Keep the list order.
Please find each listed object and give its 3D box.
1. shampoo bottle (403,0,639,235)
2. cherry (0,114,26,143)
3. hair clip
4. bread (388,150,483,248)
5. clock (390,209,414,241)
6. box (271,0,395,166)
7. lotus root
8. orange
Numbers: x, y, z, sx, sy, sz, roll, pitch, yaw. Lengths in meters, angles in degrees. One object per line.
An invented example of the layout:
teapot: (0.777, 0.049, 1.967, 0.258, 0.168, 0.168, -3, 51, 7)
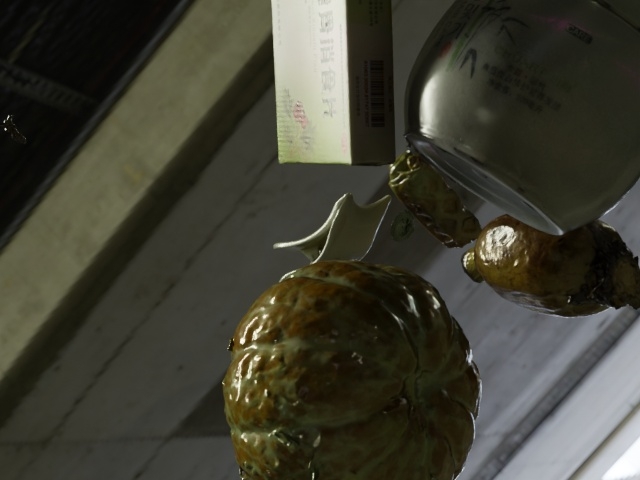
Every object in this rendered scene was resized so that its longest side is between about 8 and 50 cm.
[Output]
shampoo bottle: (0.244, -0.167, 1.205, 0.266, 0.273, 0.273, -59, -24, -3)
cherry: (-0.508, -0.081, 1.569, 0.225, 0.107, 0.090, -33, 5, -14)
hair clip: (0.012, 0.014, 2.247, 0.282, 0.113, 0.172, -29, -15, 29)
bread: (0.221, -0.076, 2.245, 0.088, 0.128, 0.232, -49, -64, -19)
clock: (0.188, -0.032, 2.544, 0.083, 0.010, 0.074, -24, -60, -41)
box: (0.011, -0.215, 1.260, 0.062, 0.175, 0.260, -5, -84, -29)
lotus root: (0.319, 0.027, 1.573, 0.169, 0.314, 0.141, 37, -110, -38)
orange: (0.046, 0.181, 1.304, 0.329, 0.329, 0.249, -27, 10, -37)
